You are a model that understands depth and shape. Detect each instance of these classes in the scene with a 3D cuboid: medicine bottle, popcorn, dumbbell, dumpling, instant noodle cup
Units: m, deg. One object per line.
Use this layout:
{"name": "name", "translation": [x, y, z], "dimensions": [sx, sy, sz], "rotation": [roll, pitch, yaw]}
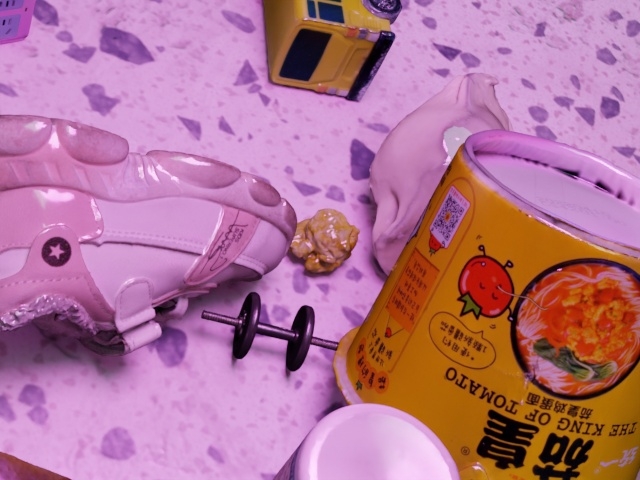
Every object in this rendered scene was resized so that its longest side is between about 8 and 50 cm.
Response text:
{"name": "medicine bottle", "translation": [0.011, 0.242, 0.975], "dimensions": [0.139, 0.237, 0.139], "rotation": [11, 54, -15]}
{"name": "popcorn", "translation": [0.000, -0.003, 1.268], "dimensions": [0.083, 0.068, 0.059], "rotation": [1, 17, 8]}
{"name": "dumbbell", "translation": [-0.047, 0.090, 1.171], "dimensions": [0.147, 0.069, 0.069], "rotation": [15, 52, -13]}
{"name": "dumpling", "translation": [0.150, -0.056, 1.321], "dimensions": [0.193, 0.147, 0.258], "rotation": [44, 69, -33]}
{"name": "instant noodle cup", "translation": [0.202, 0.063, 1.102], "dimensions": [0.325, 0.254, 0.325], "rotation": [18, 23, -8]}

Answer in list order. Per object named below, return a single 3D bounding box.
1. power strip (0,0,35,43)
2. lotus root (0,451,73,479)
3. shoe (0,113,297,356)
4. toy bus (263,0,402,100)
{"name": "power strip", "translation": [-0.420, -0.234, 1.220], "dimensions": [0.279, 0.109, 0.037], "rotation": [-17, 66, -32]}
{"name": "lotus root", "translation": [-0.290, 0.228, 0.938], "dimensions": [0.235, 0.138, 0.119], "rotation": [23, 60, -13]}
{"name": "shoe", "translation": [-0.191, 0.010, 1.119], "dimensions": [0.351, 0.172, 0.198], "rotation": [15, 83, -35]}
{"name": "toy bus", "translation": [0.001, -0.315, 1.447], "dimensions": [0.150, 0.128, 0.262], "rotation": [7, 55, -19]}
